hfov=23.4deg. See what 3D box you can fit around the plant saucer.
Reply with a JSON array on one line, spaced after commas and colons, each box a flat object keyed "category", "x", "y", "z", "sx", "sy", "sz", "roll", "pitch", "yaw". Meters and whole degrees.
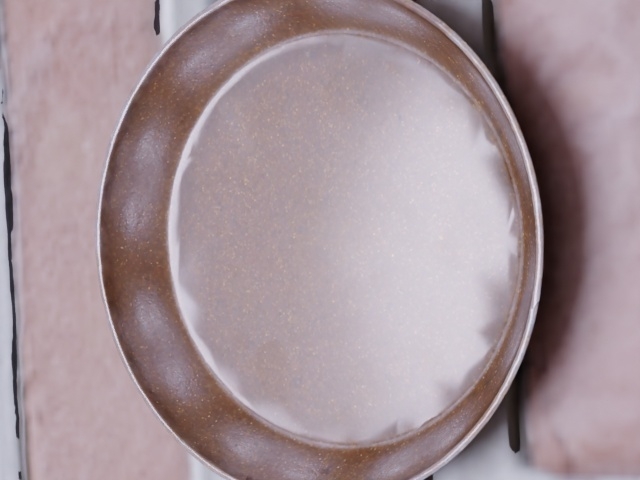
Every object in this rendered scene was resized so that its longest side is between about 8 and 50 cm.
[{"category": "plant saucer", "x": 0.000, "y": 0.000, "z": 0.499, "sx": 0.168, "sy": 0.029, "sz": 0.168, "roll": 2, "pitch": 93, "yaw": 33}]
